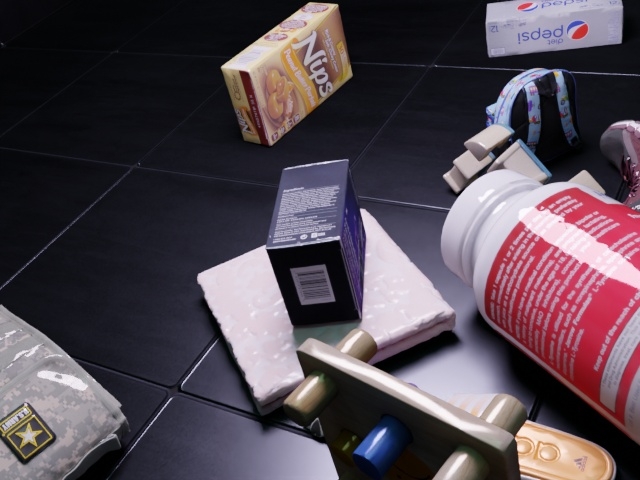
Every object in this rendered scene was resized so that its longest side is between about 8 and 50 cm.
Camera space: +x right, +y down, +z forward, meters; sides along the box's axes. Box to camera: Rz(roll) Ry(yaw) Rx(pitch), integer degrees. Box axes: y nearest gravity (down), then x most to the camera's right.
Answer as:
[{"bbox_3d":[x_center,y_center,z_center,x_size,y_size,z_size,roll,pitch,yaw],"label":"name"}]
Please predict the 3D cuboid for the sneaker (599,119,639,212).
[{"bbox_3d":[0.498,-0.089,1.222,0.162,0.106,0.281,-36,31,-4],"label":"sneaker"}]

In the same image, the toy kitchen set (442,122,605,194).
[{"bbox_3d":[0.336,-0.093,1.314,0.122,0.166,0.207,-33,77,-21],"label":"toy kitchen set"}]

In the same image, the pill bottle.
[{"bbox_3d":[0.342,0.067,0.967,0.229,0.229,0.408,-29,40,-17],"label":"pill bottle"}]

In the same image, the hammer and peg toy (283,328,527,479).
[{"bbox_3d":[0.137,0.245,0.782,0.361,0.266,0.127,20,49,38],"label":"hammer and peg toy"}]

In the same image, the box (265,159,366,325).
[{"bbox_3d":[0.000,0.000,1.149,0.108,0.153,0.207,-7,38,12],"label":"box"}]

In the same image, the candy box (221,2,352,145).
[{"bbox_3d":[-0.064,-0.369,1.700,0.088,0.183,0.316,18,48,35],"label":"candy box"}]

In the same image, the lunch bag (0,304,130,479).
[{"bbox_3d":[-0.434,0.253,1.058,0.287,0.169,0.235,25,49,31],"label":"lunch bag"}]

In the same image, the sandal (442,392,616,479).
[{"bbox_3d":[0.216,0.228,0.931,0.265,0.076,0.102,6,42,26],"label":"sandal"}]

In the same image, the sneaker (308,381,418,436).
[{"bbox_3d":[0.053,0.220,1.025,0.170,0.068,0.071,-11,-7,22],"label":"sneaker"}]

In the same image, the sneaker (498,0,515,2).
[{"bbox_3d":[0.462,-0.582,1.765,0.146,0.293,0.102,-9,75,34],"label":"sneaker"}]

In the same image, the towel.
[{"bbox_3d":[-0.003,0.092,1.202,0.317,0.053,0.332,-24,38,-10],"label":"towel"}]

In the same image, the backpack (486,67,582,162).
[{"bbox_3d":[0.373,-0.225,1.373,0.158,0.173,0.117,-25,38,-11],"label":"backpack"}]

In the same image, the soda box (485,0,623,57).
[{"bbox_3d":[0.514,-0.480,1.716,0.286,0.091,0.098,-3,40,16],"label":"soda box"}]
